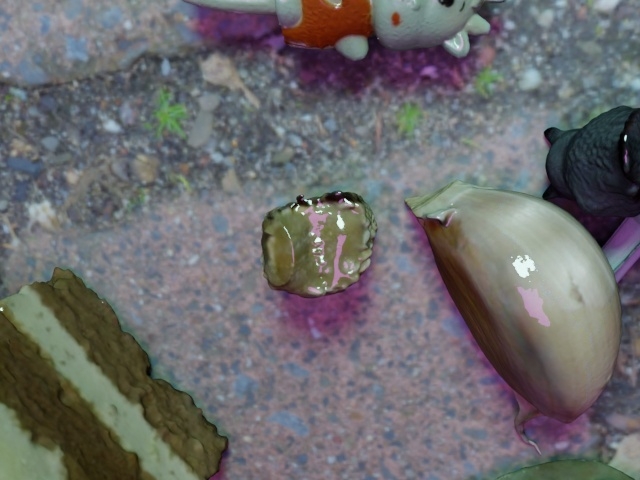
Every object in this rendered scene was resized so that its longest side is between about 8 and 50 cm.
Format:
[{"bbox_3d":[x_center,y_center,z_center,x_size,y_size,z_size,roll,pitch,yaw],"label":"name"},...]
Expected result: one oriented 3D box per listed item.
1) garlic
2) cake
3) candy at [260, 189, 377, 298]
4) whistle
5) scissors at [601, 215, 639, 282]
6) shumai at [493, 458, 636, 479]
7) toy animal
[{"bbox_3d":[0.170,0.076,0.664,0.129,0.148,0.266,-18,101,4],"label":"garlic"},{"bbox_3d":[-0.277,0.210,0.714,0.256,0.290,0.282,-40,92,18],"label":"cake"},{"bbox_3d":[0.000,0.000,0.687,0.096,0.110,0.085,-3,97,1],"label":"candy"},{"bbox_3d":[0.016,-0.195,0.632,0.253,0.105,0.101,6,67,10],"label":"whistle"},{"bbox_3d":[0.264,-0.035,0.636,0.030,0.125,0.256,18,123,-17],"label":"scissors"},{"bbox_3d":[0.210,0.335,0.731,0.256,0.189,0.218,-28,118,2],"label":"shumai"},{"bbox_3d":[0.206,-0.046,0.579,0.117,0.210,0.121,-2,91,-30],"label":"toy animal"}]
